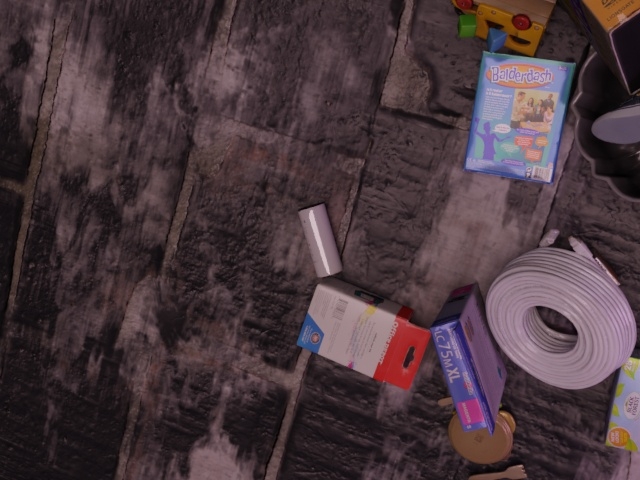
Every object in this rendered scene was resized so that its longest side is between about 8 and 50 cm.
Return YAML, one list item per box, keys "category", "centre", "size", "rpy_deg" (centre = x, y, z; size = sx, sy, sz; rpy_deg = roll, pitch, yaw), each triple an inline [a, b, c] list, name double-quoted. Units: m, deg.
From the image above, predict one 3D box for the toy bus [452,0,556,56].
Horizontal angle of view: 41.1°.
- category: "toy bus"
  centre: [0.294, -0.388, 1.440]
  size: [0.190, 0.104, 0.202]
  rpy_deg: [-16, 62, -11]

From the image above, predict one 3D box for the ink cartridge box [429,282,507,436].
- category: "ink cartridge box"
  centre: [0.255, 0.199, 1.454]
  size: [0.065, 0.311, 0.186]
  rpy_deg: [-18, 95, 17]

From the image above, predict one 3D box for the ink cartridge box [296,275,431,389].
- category: "ink cartridge box"
  centre: [0.088, 0.174, 1.618]
  size: [0.230, 0.078, 0.134]
  rpy_deg: [22, 106, 10]

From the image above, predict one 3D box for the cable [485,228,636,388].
- category: "cable"
  centre: [0.408, 0.136, 1.459]
  size: [0.257, 0.089, 0.257]
  rpy_deg: [46, 141, 6]

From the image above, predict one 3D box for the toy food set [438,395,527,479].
- category: "toy food set"
  centre: [0.309, 0.366, 1.622]
  size: [0.132, 0.038, 0.192]
  rpy_deg: [-16, 101, 25]

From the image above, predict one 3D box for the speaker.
- category: "speaker"
  centre: [0.000, 0.000, 1.621]
  size: [0.055, 0.055, 0.136]
  rpy_deg: [-15, 96, 18]

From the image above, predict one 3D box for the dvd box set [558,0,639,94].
- category: "dvd box set"
  centre: [0.343, -0.426, 1.250]
  size: [0.062, 0.307, 0.421]
  rpy_deg: [-36, 70, 17]

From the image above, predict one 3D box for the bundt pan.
- category: "bundt pan"
  centre: [0.576, -0.208, 1.343]
  size: [0.330, 0.124, 0.331]
  rpy_deg: [-4, 84, 39]

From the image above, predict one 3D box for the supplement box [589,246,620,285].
- category: "supplement box"
  centre: [0.481, 0.052, 1.475]
  size: [0.036, 0.098, 0.062]
  rpy_deg: [-41, 89, 18]

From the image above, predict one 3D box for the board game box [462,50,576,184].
- category: "board game box"
  centre: [0.345, -0.215, 1.488]
  size: [0.160, 0.047, 0.210]
  rpy_deg: [11, 104, 14]

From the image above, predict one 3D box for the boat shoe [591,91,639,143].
- category: "boat shoe"
  centre: [0.500, -0.207, 1.293]
  size: [0.065, 0.083, 0.183]
  rpy_deg: [37, 151, -24]

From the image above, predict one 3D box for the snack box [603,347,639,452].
- category: "snack box"
  centre: [0.620, 0.293, 1.499]
  size: [0.207, 0.070, 0.175]
  rpy_deg: [10, 104, 15]
